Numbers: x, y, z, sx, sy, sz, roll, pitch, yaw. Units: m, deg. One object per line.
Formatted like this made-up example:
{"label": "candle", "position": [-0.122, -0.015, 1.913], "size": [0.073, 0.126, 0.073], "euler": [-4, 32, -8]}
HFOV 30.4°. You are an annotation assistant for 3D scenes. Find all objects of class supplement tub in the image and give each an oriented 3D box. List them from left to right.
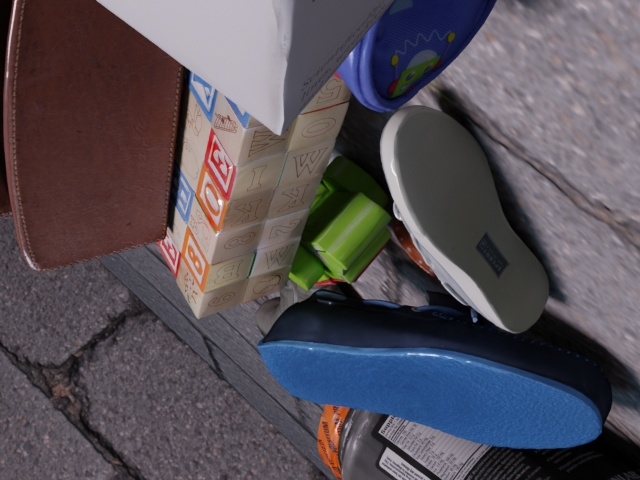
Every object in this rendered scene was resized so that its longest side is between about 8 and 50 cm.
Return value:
{"label": "supplement tub", "position": [0.164, 0.248, 1.151], "size": [0.338, 0.207, 0.207], "euler": [33, 160, 42]}

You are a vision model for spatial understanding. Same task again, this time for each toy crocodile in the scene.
{"label": "toy crocodile", "position": [0.000, 0.000, 1.134], "size": [0.105, 0.115, 0.340], "euler": [42, 168, -10]}

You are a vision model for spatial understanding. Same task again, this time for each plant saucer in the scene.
{"label": "plant saucer", "position": [0.100, 0.008, 1.070], "size": [0.083, 0.013, 0.083], "euler": [42, 165, 14]}

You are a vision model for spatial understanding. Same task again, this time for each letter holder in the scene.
{"label": "letter holder", "position": [-0.228, -0.122, 0.858], "size": [0.152, 0.214, 0.301], "euler": [55, 149, 31]}

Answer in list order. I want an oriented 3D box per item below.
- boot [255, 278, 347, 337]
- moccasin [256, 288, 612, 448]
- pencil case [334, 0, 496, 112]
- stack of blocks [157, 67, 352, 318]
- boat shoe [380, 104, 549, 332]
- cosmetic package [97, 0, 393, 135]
{"label": "boot", "position": [-0.033, 0.055, 1.468], "size": [0.246, 0.083, 0.161], "euler": [6, 131, 59]}
{"label": "moccasin", "position": [0.098, 0.089, 1.050], "size": [0.342, 0.117, 0.137], "euler": [10, 138, 31]}
{"label": "pencil case", "position": [-0.033, -0.203, 0.675], "size": [0.306, 0.119, 0.133], "euler": [40, 126, 24]}
{"label": "stack of blocks", "position": [-0.077, -0.093, 0.929], "size": [0.171, 0.087, 0.297], "euler": [59, 151, 24]}
{"label": "boat shoe", "position": [0.095, -0.014, 0.899], "size": [0.081, 0.079, 0.227], "euler": [20, 154, 50]}
{"label": "cosmetic package", "position": [-0.098, -0.251, 0.481], "size": [0.385, 0.217, 0.156], "euler": [40, 165, 6]}
